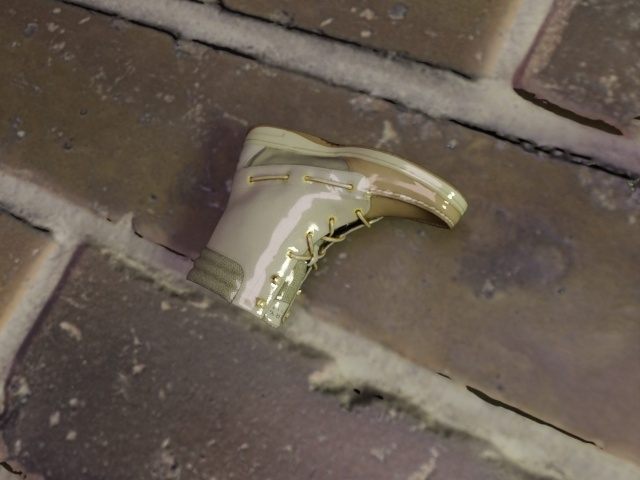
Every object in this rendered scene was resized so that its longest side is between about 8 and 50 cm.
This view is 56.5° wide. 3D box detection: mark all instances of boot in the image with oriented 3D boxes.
[{"bbox_3d":[0.000,0.000,0.504,0.213,0.077,0.165,18,77,24],"label":"boot"}]
